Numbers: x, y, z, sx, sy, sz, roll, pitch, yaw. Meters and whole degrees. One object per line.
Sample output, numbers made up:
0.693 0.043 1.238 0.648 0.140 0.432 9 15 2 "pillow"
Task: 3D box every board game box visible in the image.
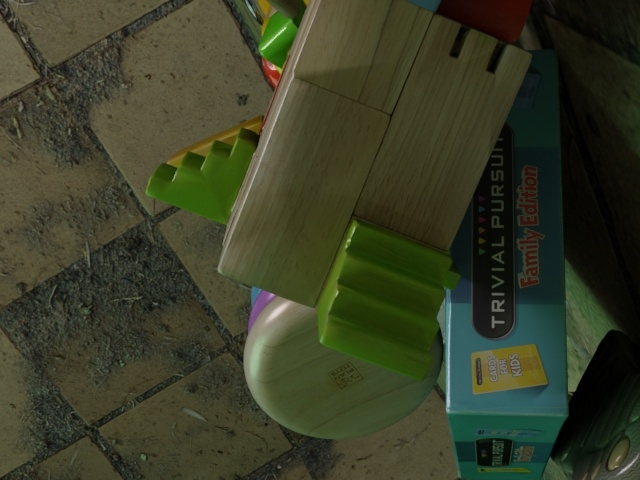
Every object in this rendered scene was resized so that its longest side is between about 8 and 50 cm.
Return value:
0.144 0.043 0.824 0.336 0.079 0.254 66 -154 -68 "board game box"

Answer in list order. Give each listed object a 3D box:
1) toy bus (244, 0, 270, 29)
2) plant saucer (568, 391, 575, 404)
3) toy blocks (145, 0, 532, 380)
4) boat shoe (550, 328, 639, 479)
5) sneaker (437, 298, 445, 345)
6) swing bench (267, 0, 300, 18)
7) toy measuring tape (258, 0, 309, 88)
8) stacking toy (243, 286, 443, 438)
-0.055 -0.345 1.237 0.333 0.108 0.130 61 177 -35 "toy bus"
0.342 0.247 1.156 0.199 0.036 0.198 59 177 5 "plant saucer"
0.040 -0.119 0.582 0.190 0.261 0.381 21 -167 -6 "toy blocks"
0.257 0.155 0.801 0.116 0.123 0.324 26 -170 6 "boat shoe"
0.174 0.060 1.292 0.132 0.086 0.228 58 152 -14 "sneaker"
-0.121 -0.334 0.806 0.254 0.165 0.253 7 -139 -47 "swing bench"
0.013 -0.212 1.002 0.121 0.121 0.330 61 -159 -28 "toy measuring tape"
0.000 0.000 0.838 0.330 0.141 0.141 -101 -15 -56 "stacking toy"
